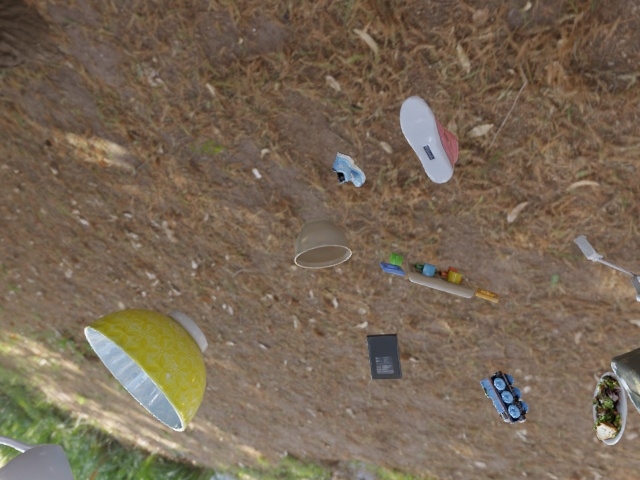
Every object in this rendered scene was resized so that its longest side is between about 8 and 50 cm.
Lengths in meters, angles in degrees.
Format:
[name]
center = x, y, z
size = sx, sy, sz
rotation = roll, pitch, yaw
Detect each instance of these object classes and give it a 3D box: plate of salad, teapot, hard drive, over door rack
[plate of salad]
center = 0.816, 0.475, 1.301
size = 0.048, 0.200, 0.200
rotation = 8, 134, 11
[teapot]
center = -0.520, 0.489, 0.774
size = 0.255, 0.186, 0.253
rotation = 4, 103, 52
[hard drive]
center = 0.195, 0.355, 1.393
size = 0.094, 0.022, 0.135
rotation = -7, 91, 17
[over door rack]
center = 0.752, 0.018, 0.978
size = 0.324, 0.108, 0.239
rotation = 24, 128, -29

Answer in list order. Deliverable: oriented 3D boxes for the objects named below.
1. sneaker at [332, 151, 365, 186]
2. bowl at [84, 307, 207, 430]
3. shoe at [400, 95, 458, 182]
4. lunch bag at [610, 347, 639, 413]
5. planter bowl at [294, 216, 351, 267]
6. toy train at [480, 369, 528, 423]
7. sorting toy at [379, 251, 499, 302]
[sneaker]
center = 0.078, -0.203, 1.381
size = 0.063, 0.073, 0.162
rotation = 31, 177, 37
[bowl]
center = -0.336, 0.239, 0.962
size = 0.289, 0.156, 0.290
rotation = 26, 140, 24
[shoe]
center = 0.211, -0.203, 0.871
size = 0.063, 0.081, 0.178
rotation = -13, 119, 37
[lunch bag]
center = 0.693, 0.333, 0.791
size = 0.168, 0.235, 0.287
rotation = -32, 95, 7
[planter bowl]
center = 0.000, 0.000, 1.300
size = 0.161, 0.109, 0.162
rotation = -8, 156, -3
[toy train]
center = 0.657, 0.559, 1.620
size = 0.105, 0.080, 0.184
rotation = -49, 56, 47
[sorting toy]
center = 0.346, 0.095, 1.314
size = 0.347, 0.196, 0.047
rotation = 16, 103, 7
